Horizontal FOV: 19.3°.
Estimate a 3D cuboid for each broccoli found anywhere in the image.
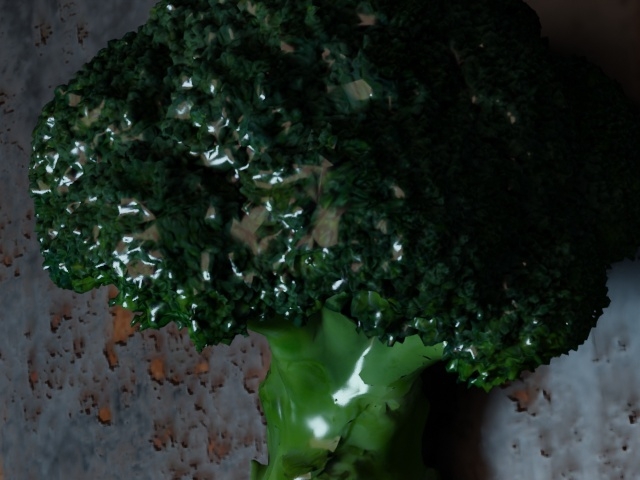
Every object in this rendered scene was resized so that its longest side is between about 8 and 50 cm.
[{"bbox_3d":[0.000,0.000,0.890,0.298,0.298,0.297,24,118,37],"label":"broccoli"}]
